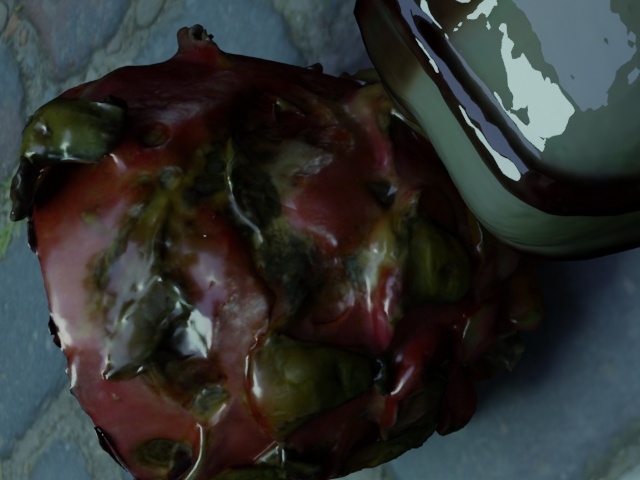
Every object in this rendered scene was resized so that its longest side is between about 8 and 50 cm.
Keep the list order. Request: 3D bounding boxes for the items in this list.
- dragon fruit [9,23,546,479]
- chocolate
[{"bbox_3d":[0.000,0.000,0.929,0.263,0.314,0.296,-18,92,10],"label":"dragon fruit"},{"bbox_3d":[0.171,-0.103,0.764,0.283,0.283,0.186,-41,75,35],"label":"chocolate"}]
